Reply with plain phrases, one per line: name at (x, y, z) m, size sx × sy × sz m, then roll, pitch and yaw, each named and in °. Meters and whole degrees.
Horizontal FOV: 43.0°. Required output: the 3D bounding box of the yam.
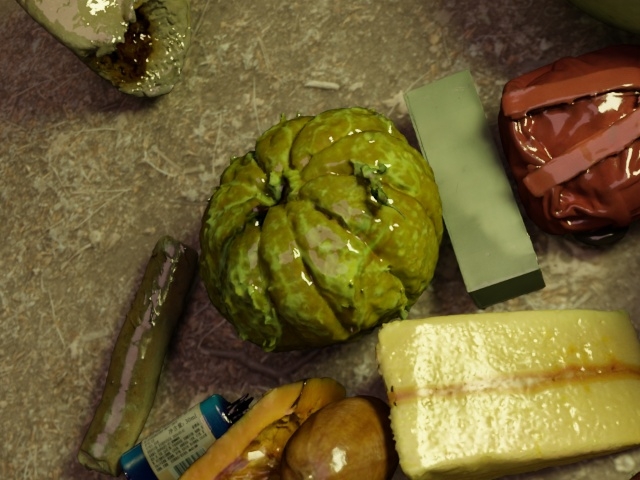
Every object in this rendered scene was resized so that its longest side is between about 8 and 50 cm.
yam at (-0.235, 0.149, 1.063) m, size 0.071 × 0.067 × 0.317 m, roll 11°, pitch 75°, yaw 25°

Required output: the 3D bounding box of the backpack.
backpack at (0.313, -0.118, 0.899) m, size 0.229 × 0.139 × 0.229 m, roll -7°, pitch 70°, yaw 20°

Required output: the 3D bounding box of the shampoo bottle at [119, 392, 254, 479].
shampoo bottle at (-0.151, 0.252, 0.995) m, size 0.183 × 0.050 × 0.087 m, roll -34°, pitch 90°, yaw 8°

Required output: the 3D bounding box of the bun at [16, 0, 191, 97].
bun at (-0.295, -0.350, 1.155) m, size 0.281 × 0.281 × 0.205 m, roll 41°, pitch 88°, yaw 28°

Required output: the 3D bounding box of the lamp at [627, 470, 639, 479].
lamp at (0.339, 0.270, 0.761) m, size 0.157 × 0.135 × 0.156 m, roll 13°, pitch 107°, yaw -1°

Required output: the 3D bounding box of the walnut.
walnut at (0.027, 0.220, 0.843) m, size 0.116 × 0.207 × 0.115 m, roll 4°, pitch 99°, yaw 24°

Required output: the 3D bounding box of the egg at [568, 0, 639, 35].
egg at (0.383, -0.383, 0.839) m, size 0.345 × 0.345 × 0.428 m, roll -27°, pitch 41°, yaw 11°

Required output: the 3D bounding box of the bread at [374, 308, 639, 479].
bread at (0.205, 0.147, 0.836) m, size 0.264 × 0.163 × 0.167 m, roll -18°, pitch 65°, yaw 14°

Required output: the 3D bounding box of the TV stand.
TV stand at (0.181, -0.062, 0.966) m, size 0.088 × 0.083 × 0.269 m, roll -19°, pitch 65°, yaw 12°

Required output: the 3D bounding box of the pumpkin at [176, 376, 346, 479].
pumpkin at (-0.050, 0.304, 0.893) m, size 0.280 × 0.139 × 0.190 m, roll -43°, pitch 58°, yaw 6°

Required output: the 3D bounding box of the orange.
orange at (0.000, 0.000, 0.935) m, size 0.301 × 0.223 × 0.300 m, roll -37°, pitch 40°, yaw 7°
